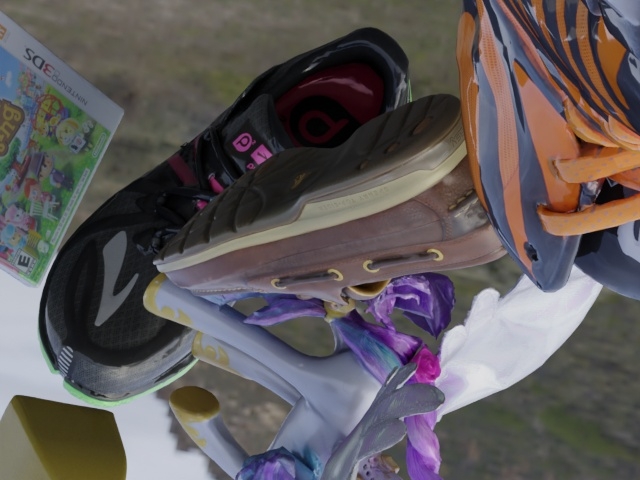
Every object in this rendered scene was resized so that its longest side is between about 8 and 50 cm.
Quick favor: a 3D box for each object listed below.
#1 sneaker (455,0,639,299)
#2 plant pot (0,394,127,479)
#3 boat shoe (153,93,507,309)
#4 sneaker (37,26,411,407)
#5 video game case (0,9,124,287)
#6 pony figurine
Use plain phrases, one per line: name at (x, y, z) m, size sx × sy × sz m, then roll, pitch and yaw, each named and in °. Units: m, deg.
sneaker at (0.109, -0.042, 0.409) m, size 0.125 × 0.180 × 0.321 m, roll -12°, pitch -147°, yaw -2°
plant pot at (-0.178, 0.167, 1.117) m, size 0.081 × 0.081 × 0.083 m, roll 15°, pitch -156°, yaw -35°
boat shoe at (0.000, 0.000, 0.620) m, size 0.178 × 0.064 × 0.060 m, roll -17°, pitch 115°, yaw 49°
sneaker at (-0.092, -0.046, 1.580) m, size 0.185 × 0.483 × 0.202 m, roll 40°, pitch 160°, yaw 5°
video game case at (-0.303, -0.090, 1.614) m, size 0.023 × 0.212 × 0.193 m, roll 6°, pitch 155°, yaw 44°
pony figurine at (0.031, 0.118, 1.260) m, size 0.363 × 0.351 × 0.303 m, roll 41°, pitch -130°, yaw 22°
